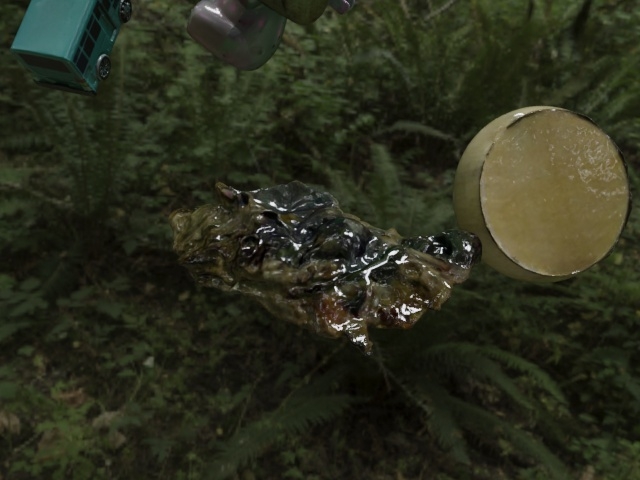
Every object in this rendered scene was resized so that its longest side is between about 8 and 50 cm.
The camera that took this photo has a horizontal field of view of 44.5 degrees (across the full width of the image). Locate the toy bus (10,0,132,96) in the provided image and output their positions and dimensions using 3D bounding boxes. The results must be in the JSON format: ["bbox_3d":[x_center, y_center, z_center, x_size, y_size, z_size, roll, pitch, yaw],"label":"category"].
[{"bbox_3d":[-0.261,-0.248,0.844,0.079,0.160,0.092,13,-17,10],"label":"toy bus"}]

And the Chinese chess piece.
[{"bbox_3d":[0.320,-0.066,1.138,0.257,0.257,0.104,0,-1,-14],"label":"Chinese chess piece"}]

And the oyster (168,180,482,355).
[{"bbox_3d":[-0.007,-0.004,0.880,0.361,0.096,0.221,21,29,34],"label":"oyster"}]

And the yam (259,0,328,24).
[{"bbox_3d":[-0.053,-0.305,0.913,0.068,0.068,0.169,-7,30,-28],"label":"yam"}]

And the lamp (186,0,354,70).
[{"bbox_3d":[-0.074,-0.446,1.398,0.247,0.301,0.247,38,25,-2],"label":"lamp"}]
